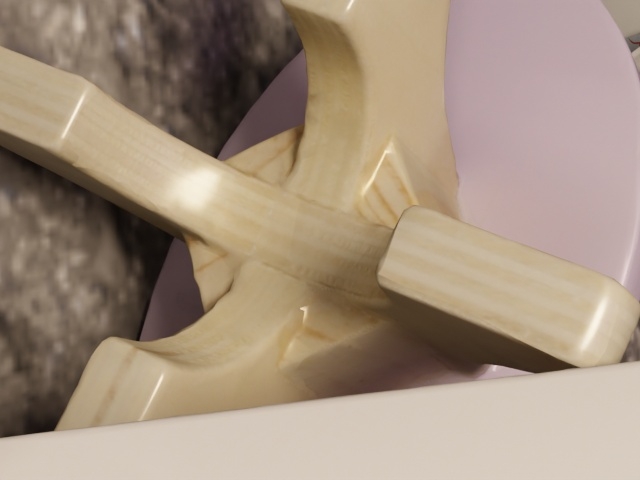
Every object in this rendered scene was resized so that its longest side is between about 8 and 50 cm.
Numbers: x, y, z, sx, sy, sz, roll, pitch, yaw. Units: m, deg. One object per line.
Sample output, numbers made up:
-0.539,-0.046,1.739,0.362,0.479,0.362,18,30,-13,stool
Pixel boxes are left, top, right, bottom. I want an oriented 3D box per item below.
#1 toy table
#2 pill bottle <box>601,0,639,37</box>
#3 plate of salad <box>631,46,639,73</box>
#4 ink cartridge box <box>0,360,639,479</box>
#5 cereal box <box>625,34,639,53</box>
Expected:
0.000,0.000,0.566,0.161,0.252,0.274,41,62,-62,toy table
0.176,-0.241,0.777,0.318,0.176,0.176,-53,131,-32,pill bottle
0.150,-0.051,0.772,0.048,0.200,0.200,51,45,9,plate of salad
0.001,0.161,0.489,0.201,0.117,0.278,-6,145,-16,ink cartridge box
0.265,-0.134,0.902,0.240,0.047,0.173,-39,125,-2,cereal box
